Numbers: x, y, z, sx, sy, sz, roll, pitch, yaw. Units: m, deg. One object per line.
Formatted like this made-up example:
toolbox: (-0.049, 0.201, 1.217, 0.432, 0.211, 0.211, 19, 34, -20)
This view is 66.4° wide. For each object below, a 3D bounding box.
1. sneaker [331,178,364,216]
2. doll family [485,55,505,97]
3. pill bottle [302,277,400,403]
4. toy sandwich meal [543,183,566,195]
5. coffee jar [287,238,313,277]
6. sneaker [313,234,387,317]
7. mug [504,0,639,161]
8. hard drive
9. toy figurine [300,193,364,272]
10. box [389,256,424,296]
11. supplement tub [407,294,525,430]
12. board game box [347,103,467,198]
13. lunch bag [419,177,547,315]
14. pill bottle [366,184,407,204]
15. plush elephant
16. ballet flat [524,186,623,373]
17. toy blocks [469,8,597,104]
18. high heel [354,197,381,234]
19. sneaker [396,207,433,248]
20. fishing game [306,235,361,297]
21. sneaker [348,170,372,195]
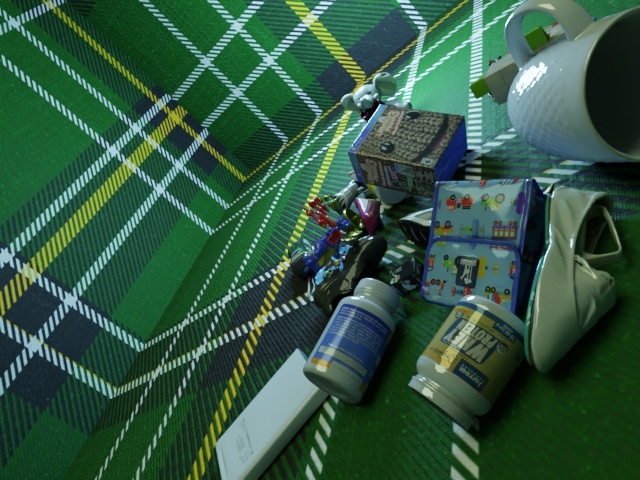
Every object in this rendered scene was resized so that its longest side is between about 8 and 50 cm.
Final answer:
sneaker: (0.113, -0.166, 1.859, 0.132, 0.086, 0.228, -45, -2, -7)
doll family: (0.602, -0.558, 1.664, 0.112, 0.076, 0.193, -2, 41, 36)
pill bottle: (0.085, 0.230, 1.161, 0.152, 0.152, 0.272, -13, 39, 56)
toy sandwich meal: (0.509, -0.092, 1.082, 0.086, 0.029, 0.085, -40, 22, 20)
coffee jar: (-0.069, 0.067, 1.845, 0.096, 0.079, 0.184, -41, 21, 9)
sneaker: (0.105, 0.113, 1.429, 0.286, 0.109, 0.130, -52, 30, 7)
mug: (0.527, -0.339, 1.015, 0.276, 0.374, 0.328, -43, 14, -1)
hard drive: (-0.135, 0.474, 1.297, 0.353, 0.047, 0.233, -49, 21, -4)
toy figurine: (0.000, 0.000, 1.576, 0.217, 0.191, 0.362, -56, -4, 17)
box: (0.226, 0.094, 1.266, 0.083, 0.052, 0.062, -34, 25, 29)
supplement tub: (0.261, 0.212, 0.860, 0.199, 0.144, 0.144, -52, 21, -11)
board game box: (0.277, -0.283, 1.534, 0.291, 0.141, 0.232, 17, 62, 31)
lunch bag: (0.339, 0.029, 1.035, 0.221, 0.138, 0.293, 4, 74, 46)
pill bottle: (0.223, -0.208, 1.716, 0.117, 0.118, 0.208, -45, 22, 7)
plush elephant: (0.241, -0.571, 2.130, 0.272, 0.255, 0.330, -37, 23, 25)
ballet flat: (0.448, 0.046, 0.848, 0.139, 0.139, 0.400, -23, 31, 48)
toy blocks: (0.658, -0.553, 1.445, 0.382, 0.190, 0.261, -24, 20, 39)
high heel: (0.163, -0.087, 1.719, 0.244, 0.082, 0.117, -154, 72, -75)
sneaker: (0.319, -0.048, 1.300, 0.272, 0.100, 0.108, -4, 37, 52)
fishing game: (0.042, 0.082, 1.663, 0.264, 0.041, 0.189, -41, 19, 17)
sneaker: (0.227, -0.332, 1.922, 0.126, 0.127, 0.321, -15, 36, 57)
